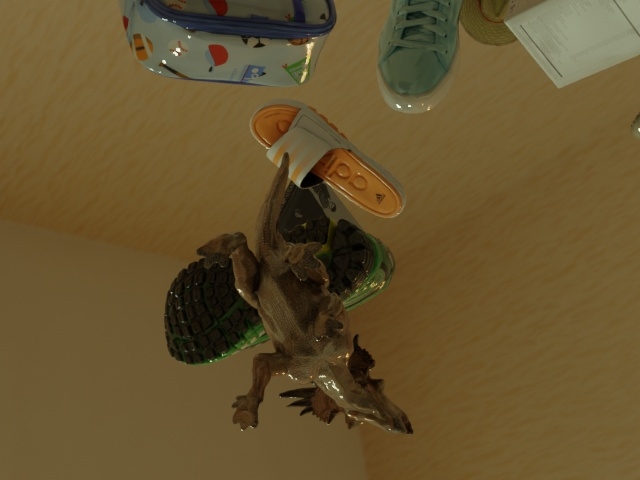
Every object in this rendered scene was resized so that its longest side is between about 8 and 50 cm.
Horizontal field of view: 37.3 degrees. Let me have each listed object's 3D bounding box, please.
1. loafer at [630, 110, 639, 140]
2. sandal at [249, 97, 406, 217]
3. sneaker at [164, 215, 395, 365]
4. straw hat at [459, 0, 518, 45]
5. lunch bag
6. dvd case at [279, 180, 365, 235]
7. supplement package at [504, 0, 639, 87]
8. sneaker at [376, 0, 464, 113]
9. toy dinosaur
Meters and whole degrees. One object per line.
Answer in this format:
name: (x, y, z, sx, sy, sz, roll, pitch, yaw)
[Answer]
loafer: (0.486, -0.187, 1.096, 0.092, 0.268, 0.102, 51, -175, 10)
sandal: (0.006, -0.111, 1.390, 0.265, 0.102, 0.076, 33, -140, 2)
sneaker: (-0.058, 0.081, 1.207, 0.146, 0.343, 0.134, 21, -124, -55)
straw hat: (0.294, -0.396, 1.562, 0.144, 0.144, 0.061, 54, -170, 0)
lunch bag: (-0.112, -0.312, 1.092, 0.243, 0.115, 0.303, -1, -128, -20)
dvd case: (0.000, 0.000, 1.723, 0.239, 0.029, 0.179, 51, -128, -38)
supplement package: (0.382, -0.324, 1.212, 0.139, 0.244, 0.134, 42, -131, -28)
sneaker: (0.154, -0.371, 1.435, 0.150, 0.135, 0.366, 64, -146, -58)
toy dinosaur: (-0.020, 0.073, 0.944, 0.200, 0.127, 0.296, 17, -125, -75)
